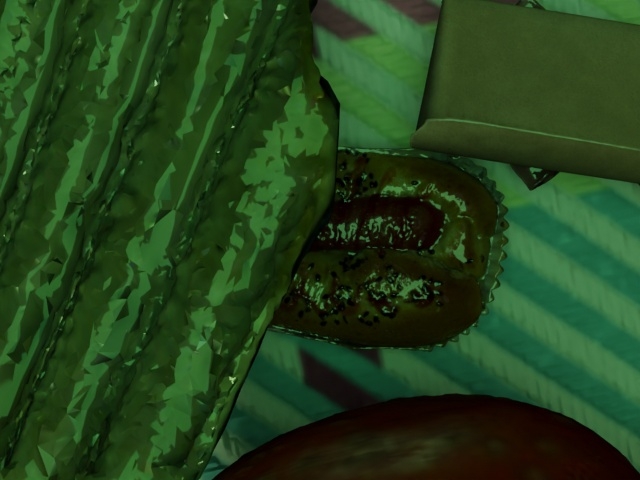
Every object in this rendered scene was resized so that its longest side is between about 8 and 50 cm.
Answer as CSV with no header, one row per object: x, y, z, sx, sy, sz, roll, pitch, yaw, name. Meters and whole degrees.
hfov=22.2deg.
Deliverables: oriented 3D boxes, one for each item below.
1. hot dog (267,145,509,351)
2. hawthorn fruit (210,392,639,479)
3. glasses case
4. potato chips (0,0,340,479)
0.000,0.000,0.836,0.191,0.059,0.108,6,87,1,hot dog
0.084,0.192,0.762,0.330,0.287,0.287,-32,94,-12,hawthorn fruit
0.144,-0.073,0.831,0.193,0.070,0.102,9,65,-1,glasses case
-0.158,-0.070,0.795,0.358,0.070,0.429,17,92,16,potato chips
